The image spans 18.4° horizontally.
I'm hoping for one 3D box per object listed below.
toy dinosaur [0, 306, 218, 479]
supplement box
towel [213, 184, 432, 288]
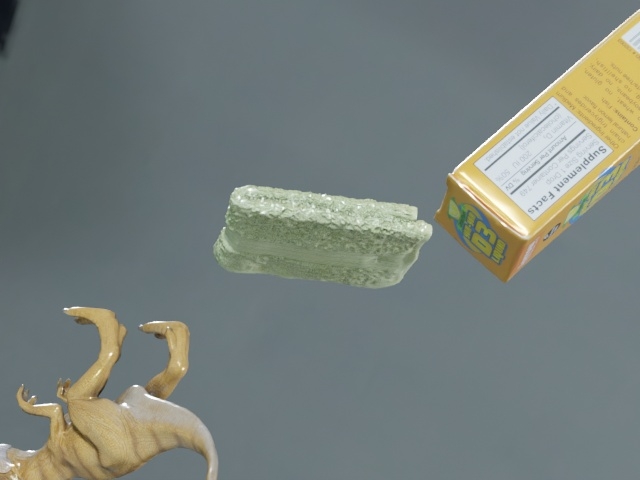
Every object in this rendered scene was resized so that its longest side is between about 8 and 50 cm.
[{"bbox_3d":[-0.093,0.090,0.983,0.064,0.112,0.211,22,-25,-37],"label":"toy dinosaur"},{"bbox_3d":[0.188,-0.075,1.389,0.233,0.078,0.080,-38,74,-20],"label":"supplement box"},{"bbox_3d":[0.000,0.000,1.442,0.148,0.110,0.027,9,61,-7],"label":"towel"}]
